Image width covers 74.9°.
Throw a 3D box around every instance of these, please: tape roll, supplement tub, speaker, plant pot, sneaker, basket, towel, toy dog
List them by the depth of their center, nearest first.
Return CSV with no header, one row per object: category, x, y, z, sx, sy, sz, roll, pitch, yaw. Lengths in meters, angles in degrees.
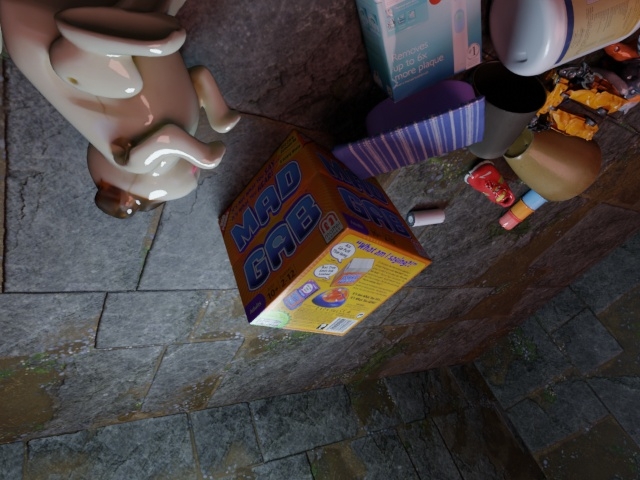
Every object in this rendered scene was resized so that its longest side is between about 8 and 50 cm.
toy dog,-0.344,-0.219,0.740,0.395,0.284,0.408,-4,140,-8
supplement tub,0.577,-0.532,0.939,0.316,0.228,0.228,-23,144,-5
towel,0.212,-0.233,0.989,0.336,0.040,0.243,-16,169,18
tape roll,0.255,-0.291,1.055,0.275,0.090,0.275,-11,171,-2
basket,0.497,-0.346,1.173,0.154,0.204,0.227,-33,154,-9
plant pot,0.731,-0.281,1.374,0.254,0.237,0.237,18,127,-26
sneaker,0.613,-0.192,1.474,0.279,0.118,0.107,16,127,-43
speaker,0.385,-0.084,1.526,0.136,0.055,0.055,-8,140,-24

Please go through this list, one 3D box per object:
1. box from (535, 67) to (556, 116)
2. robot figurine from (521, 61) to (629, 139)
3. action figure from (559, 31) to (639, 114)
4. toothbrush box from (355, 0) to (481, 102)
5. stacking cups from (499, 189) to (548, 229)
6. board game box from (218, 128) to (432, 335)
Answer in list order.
box,0.635,-0.434,1.243,0.059,0.054,0.169,-19,143,-10
robot figurine,0.711,-0.391,1.191,0.291,0.085,0.211,12,134,-21
action figure,0.862,-0.495,1.211,0.341,0.178,0.330,-34,134,9
toothbrush box,0.196,-0.472,0.844,0.216,0.126,0.295,-24,135,-1
stacking cups,0.860,-0.173,1.689,0.096,0.096,0.316,9,137,-38
board game box,0.000,0.000,1.142,0.356,0.356,0.356,20,125,-44
